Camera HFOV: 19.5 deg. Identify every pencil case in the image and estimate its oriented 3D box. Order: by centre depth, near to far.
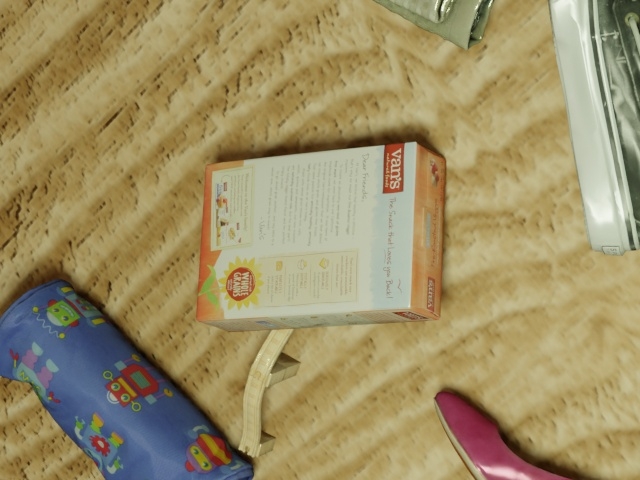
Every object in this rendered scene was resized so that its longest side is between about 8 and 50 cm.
[{"bbox_3d":[-0.203,0.179,1.877,0.306,0.119,0.133,44,137,16],"label":"pencil case"}]

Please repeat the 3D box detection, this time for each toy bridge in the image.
[{"bbox_3d":[-0.045,0.126,1.809,0.026,0.063,0.188,27,110,24],"label":"toy bridge"}]

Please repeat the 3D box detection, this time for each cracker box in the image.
[{"bbox_3d":[0.000,0.000,1.737,0.232,0.067,0.155,-4,75,31],"label":"cracker box"}]

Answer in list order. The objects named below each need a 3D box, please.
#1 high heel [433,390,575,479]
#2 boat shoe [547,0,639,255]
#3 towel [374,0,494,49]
[{"bbox_3d":[0.208,0.208,1.688,0.117,0.082,0.244,-38,61,-3],"label":"high heel"},{"bbox_3d":[0.260,-0.158,1.577,0.119,0.121,0.335,-10,92,8],"label":"boat shoe"},{"bbox_3d":[0.061,-0.370,1.659,0.324,0.056,0.312,30,112,28],"label":"towel"}]
